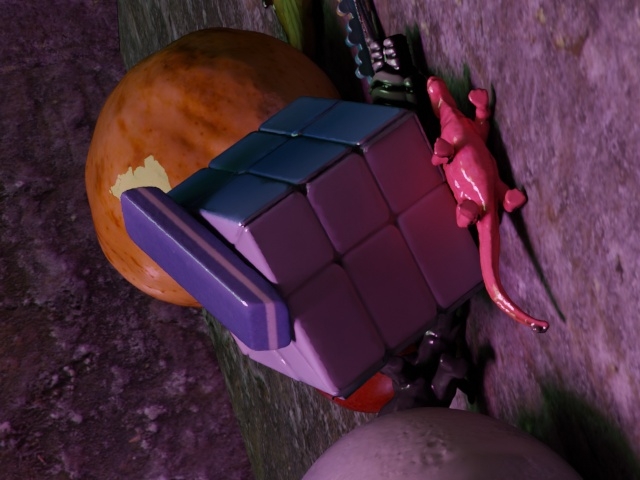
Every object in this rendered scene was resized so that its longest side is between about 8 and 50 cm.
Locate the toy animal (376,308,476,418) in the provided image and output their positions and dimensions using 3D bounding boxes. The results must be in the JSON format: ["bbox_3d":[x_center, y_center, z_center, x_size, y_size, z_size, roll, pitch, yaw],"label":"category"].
[{"bbox_3d":[0.103,0.169,1.621,0.114,0.245,0.146,30,165,18],"label":"toy animal"}]

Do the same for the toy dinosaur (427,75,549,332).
[{"bbox_3d":[0.160,-0.030,1.451,0.139,0.070,0.286,89,162,-77],"label":"toy dinosaur"}]

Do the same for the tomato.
[{"bbox_3d":[0.050,0.144,1.854,0.167,0.167,0.167,167,90,-77],"label":"tomato"}]

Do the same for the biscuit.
[{"bbox_3d":[-0.043,-0.366,2.010,0.203,0.041,0.260,174,82,-74],"label":"biscuit"}]

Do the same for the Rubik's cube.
[{"bbox_3d":[0.000,0.000,1.537,0.231,0.224,0.221,16,139,58],"label":"Rubik's cube"}]

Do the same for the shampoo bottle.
[{"bbox_3d":[0.119,0.320,1.362,0.317,0.322,0.323,-7,96,65],"label":"shampoo bottle"}]

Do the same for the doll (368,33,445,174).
[{"bbox_3d":[0.094,-0.117,1.605,0.091,0.067,0.219,-2,103,59],"label":"doll"}]

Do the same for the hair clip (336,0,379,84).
[{"bbox_3d":[0.053,-0.237,1.710,0.049,0.049,0.173,114,140,-68],"label":"hair clip"}]

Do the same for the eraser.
[{"bbox_3d":[-0.117,0.028,1.459,0.225,0.036,0.082,40,154,28],"label":"eraser"}]

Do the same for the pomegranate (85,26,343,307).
[{"bbox_3d":[-0.104,-0.075,1.906,0.410,0.410,0.410,167,90,-77],"label":"pomegranate"}]
